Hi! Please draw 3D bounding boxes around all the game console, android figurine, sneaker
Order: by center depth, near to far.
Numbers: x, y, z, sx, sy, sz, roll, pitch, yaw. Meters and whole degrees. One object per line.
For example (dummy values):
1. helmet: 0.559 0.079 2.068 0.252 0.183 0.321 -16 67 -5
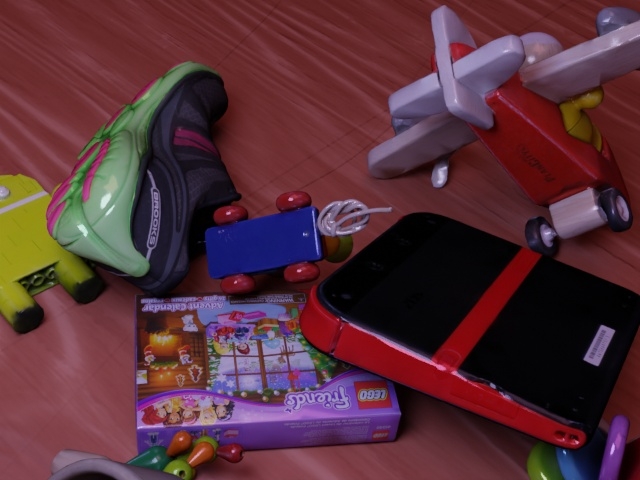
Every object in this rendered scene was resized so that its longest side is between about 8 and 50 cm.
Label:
1. game console: 0.190 0.088 1.180 0.342 0.060 0.386 24 28 17
2. android figurine: -0.404 0.000 1.274 0.248 0.056 0.273 -26 55 -30
3. sneaker: -0.209 -0.083 1.328 0.202 0.185 0.482 46 28 -19

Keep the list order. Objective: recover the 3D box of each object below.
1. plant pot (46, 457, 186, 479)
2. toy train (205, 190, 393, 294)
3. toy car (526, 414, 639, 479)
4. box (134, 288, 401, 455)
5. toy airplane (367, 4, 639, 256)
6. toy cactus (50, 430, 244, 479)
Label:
1. plant pot: -0.083 0.348 0.774 0.280 0.323 0.323 18 33 -38
2. toy train: 0.000 0.000 1.187 0.248 0.143 0.105 -11 80 25
3. toy car: 0.316 0.247 1.056 0.182 0.136 0.159 20 45 12
4. box: -0.069 0.147 1.163 0.293 0.057 0.201 -2 44 -10
5. toy airplane: 0.266 -0.188 1.328 0.386 0.384 0.272 9 54 4
6. toy cactus: -0.198 0.261 1.016 0.181 0.112 0.219 14 43 34
